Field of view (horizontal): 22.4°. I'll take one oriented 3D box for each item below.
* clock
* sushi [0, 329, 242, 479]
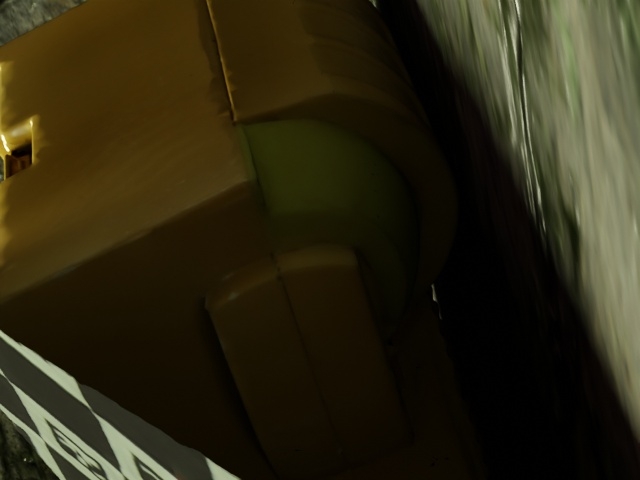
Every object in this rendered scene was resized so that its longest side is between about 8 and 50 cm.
[{"bbox_3d":[-0.017,0.050,0.736,0.244,0.200,0.317,-101,-10,-54],"label":"clock"},{"bbox_3d":[-0.039,0.152,0.568,0.292,0.059,0.294,23,153,46],"label":"sushi"}]
